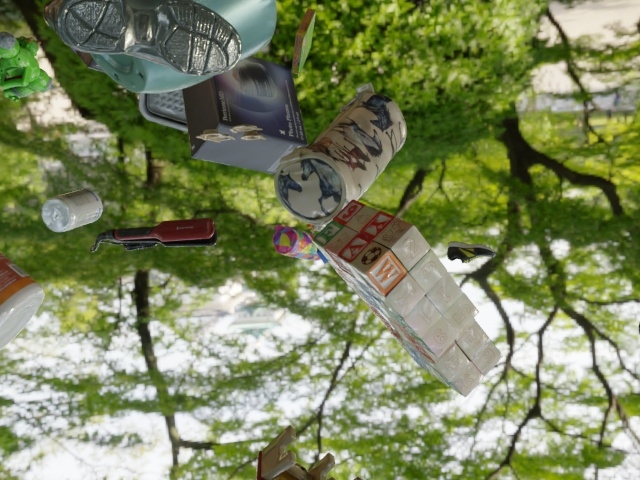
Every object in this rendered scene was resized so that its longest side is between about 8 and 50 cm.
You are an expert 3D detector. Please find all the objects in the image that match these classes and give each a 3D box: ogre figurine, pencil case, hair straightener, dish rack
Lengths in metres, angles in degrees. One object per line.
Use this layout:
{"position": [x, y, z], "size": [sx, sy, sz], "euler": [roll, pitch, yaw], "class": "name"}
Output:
{"position": [-0.525, -0.293, 1.162], "size": [0.118, 0.197, 0.097], "euler": [6, -130, 14], "class": "ogre figurine"}
{"position": [-0.067, 0.009, 2.390], "size": [0.104, 0.104, 0.236], "euler": [-2, 169, 29], "class": "pencil case"}
{"position": [-0.299, 0.003, 1.268], "size": [0.230, 0.047, 0.089], "euler": [-9, 159, 0], "class": "hair straightener"}
{"position": [-0.464, -0.543, 2.344], "size": [0.285, 0.333, 0.072], "euler": [18, -155, 13], "class": "dish rack"}
{"position": [0.050, -0.192, 1.526], "size": [0.160, 0.183, 0.410], "euler": [-23, -164, 36], "class": "pencil case"}

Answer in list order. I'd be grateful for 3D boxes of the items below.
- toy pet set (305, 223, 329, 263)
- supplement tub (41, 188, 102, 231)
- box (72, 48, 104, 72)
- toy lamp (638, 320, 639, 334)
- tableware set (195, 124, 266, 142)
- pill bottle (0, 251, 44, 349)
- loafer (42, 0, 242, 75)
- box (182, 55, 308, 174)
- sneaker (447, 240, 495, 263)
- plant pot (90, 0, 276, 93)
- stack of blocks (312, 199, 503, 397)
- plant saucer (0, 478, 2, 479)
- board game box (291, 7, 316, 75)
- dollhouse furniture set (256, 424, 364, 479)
{"position": [0.000, 0.000, 1.894], "size": [0.065, 0.114, 0.122], "euler": [-44, -149, -20], "class": "toy pet set"}
{"position": [-0.490, -0.060, 1.385], "size": [0.071, 0.071, 0.107], "euler": [-3, -169, 19], "class": "supplement tub"}
{"position": [-0.494, -0.561, 1.744], "size": [0.143, 0.270, 0.165], "euler": [9, -152, -47], "class": "box"}
{"position": [0.753, 0.230, 1.545], "size": [0.080, 0.080, 0.275], "euler": [-3, -162, 19], "class": "toy lamp"}
{"position": [-0.216, -0.258, 1.711], "size": [0.168, 0.020, 0.141], "euler": [-4, 178, 14], "class": "tableware set"}
{"position": [-0.459, 0.039, 0.851], "size": [0.216, 0.121, 0.121], "euler": [39, -177, -1], "class": "pill bottle"}
{"position": [-0.230, -0.283, 0.928], "size": [0.267, 0.096, 0.084], "euler": [-1, -157, -43], "class": "loafer"}
{"position": [-0.222, -0.374, 2.019], "size": [0.294, 0.296, 0.182], "euler": [7, 148, -36], "class": "box"}
{"position": [0.252, 0.024, 1.176], "size": [0.083, 0.035, 0.031], "euler": [7, 166, 27], "class": "sneaker"}
{"position": [-0.257, -0.377, 1.136], "size": [0.235, 0.293, 0.293], "euler": [-44, -156, -26], "class": "plant pot"}
{"position": [0.135, 0.090, 0.985], "size": [0.087, 0.297, 0.171], "euler": [-45, -153, -8], "class": "stack of blocks"}
{"position": [-0.694, 0.505, 1.229], "size": [0.333, 0.333, 0.081], "euler": [-35, -176, 19], "class": "plant saucer"}
{"position": [-0.052, -0.607, 2.136], "size": [0.039, 0.124, 0.259], "euler": [9, -144, -1], "class": "board game box"}
{"position": [0.039, 0.481, 1.051], "size": [0.152, 0.374, 0.201], "euler": [-45, -160, 16], "class": "dollhouse furniture set"}
